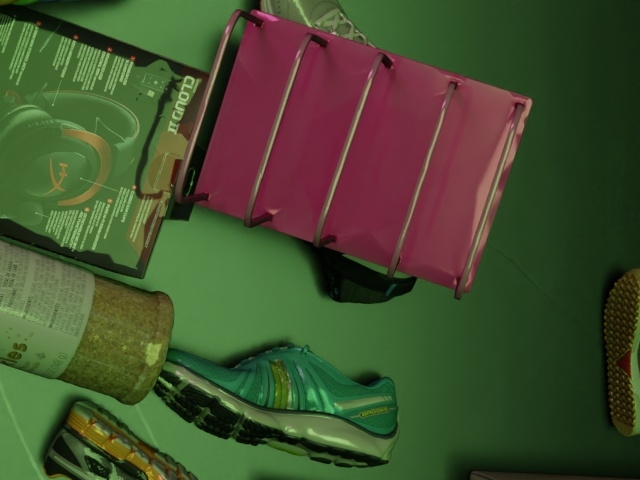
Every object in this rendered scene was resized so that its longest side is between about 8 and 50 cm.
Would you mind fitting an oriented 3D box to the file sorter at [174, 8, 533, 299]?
[{"bbox_3d":[0.031,-0.081,1.556,0.291,0.182,0.202,18,97,5],"label":"file sorter"}]

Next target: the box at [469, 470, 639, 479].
[{"bbox_3d":[0.318,0.331,1.783,0.311,0.121,0.148,6,90,-14],"label":"box"}]

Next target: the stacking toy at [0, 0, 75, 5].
[{"bbox_3d":[-0.282,-0.271,1.516,0.141,0.330,0.141,9,108,27],"label":"stacking toy"}]

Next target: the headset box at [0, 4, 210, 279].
[{"bbox_3d":[-0.254,-0.099,1.636,0.293,0.110,0.218,18,87,-13],"label":"headset box"}]

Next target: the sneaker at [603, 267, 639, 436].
[{"bbox_3d":[0.363,0.121,1.822,0.084,0.069,0.185,-3,98,-22],"label":"sneaker"}]

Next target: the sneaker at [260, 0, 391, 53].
[{"bbox_3d":[0.040,-0.178,1.690,0.099,0.121,0.262,-38,105,-38],"label":"sneaker"}]

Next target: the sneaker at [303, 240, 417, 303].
[{"bbox_3d":[0.000,0.000,1.719,0.217,0.079,0.121,24,129,12],"label":"sneaker"}]

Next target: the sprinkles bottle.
[{"bbox_3d":[-0.322,0.054,1.595,0.355,0.121,0.121,20,87,-21],"label":"sprinkles bottle"}]

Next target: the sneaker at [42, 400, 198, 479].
[{"bbox_3d":[-0.186,0.254,1.685,0.215,0.084,0.083,40,96,-8],"label":"sneaker"}]

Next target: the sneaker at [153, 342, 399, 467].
[{"bbox_3d":[-0.047,0.157,1.716,0.275,0.107,0.110,17,68,-18],"label":"sneaker"}]
